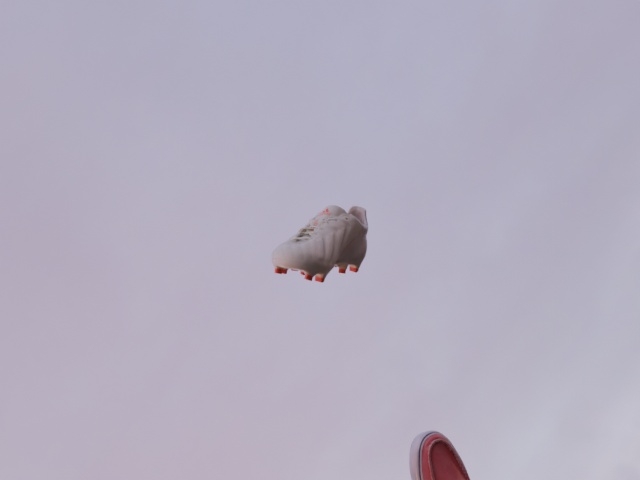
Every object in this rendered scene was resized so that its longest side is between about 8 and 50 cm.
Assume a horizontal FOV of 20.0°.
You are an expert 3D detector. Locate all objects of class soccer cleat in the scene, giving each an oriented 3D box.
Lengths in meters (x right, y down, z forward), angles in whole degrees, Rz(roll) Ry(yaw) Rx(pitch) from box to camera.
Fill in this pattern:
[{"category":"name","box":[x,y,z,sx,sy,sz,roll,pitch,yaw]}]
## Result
[{"category":"soccer cleat","box":[0.000,0.000,1.967,0.196,0.068,0.076,-11,-69,-68]}]

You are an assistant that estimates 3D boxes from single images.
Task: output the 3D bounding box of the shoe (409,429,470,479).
[{"category":"shoe","box":[0.156,0.282,1.906,0.063,0.178,0.081,-21,4,-31]}]
